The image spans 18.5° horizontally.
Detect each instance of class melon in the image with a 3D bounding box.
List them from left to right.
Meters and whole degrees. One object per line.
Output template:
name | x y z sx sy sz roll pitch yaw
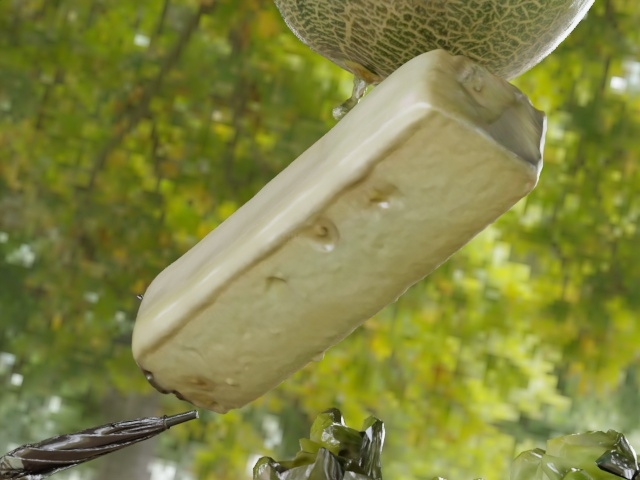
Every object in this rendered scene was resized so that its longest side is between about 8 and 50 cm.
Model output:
melon | 0.047 -0.131 0.726 0.139 0.192 0.139 23 -2 1

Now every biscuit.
biscuit | 0.000 0.000 0.707 0.056 0.052 0.188 37 -51 -18

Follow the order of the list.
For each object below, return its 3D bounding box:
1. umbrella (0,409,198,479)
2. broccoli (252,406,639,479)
umbrella | -0.091 0.071 0.629 0.122 0.013 0.022 -19 -6 29
broccoli | 0.090 0.207 0.675 0.334 0.324 0.272 52 -3 -18
